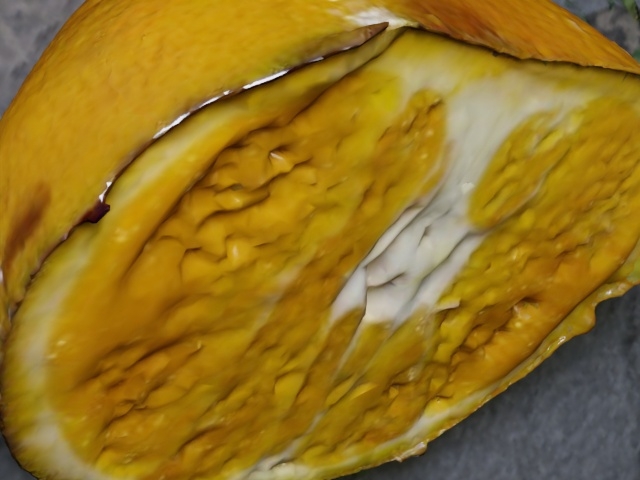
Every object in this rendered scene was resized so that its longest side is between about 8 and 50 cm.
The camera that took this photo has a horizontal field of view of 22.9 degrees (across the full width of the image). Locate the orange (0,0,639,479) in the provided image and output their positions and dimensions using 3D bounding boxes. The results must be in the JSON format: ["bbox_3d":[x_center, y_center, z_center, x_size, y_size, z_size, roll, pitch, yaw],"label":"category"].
[{"bbox_3d":[-0.001,-0.004,0.646,0.274,0.274,0.310,60,32,-11],"label":"orange"}]
